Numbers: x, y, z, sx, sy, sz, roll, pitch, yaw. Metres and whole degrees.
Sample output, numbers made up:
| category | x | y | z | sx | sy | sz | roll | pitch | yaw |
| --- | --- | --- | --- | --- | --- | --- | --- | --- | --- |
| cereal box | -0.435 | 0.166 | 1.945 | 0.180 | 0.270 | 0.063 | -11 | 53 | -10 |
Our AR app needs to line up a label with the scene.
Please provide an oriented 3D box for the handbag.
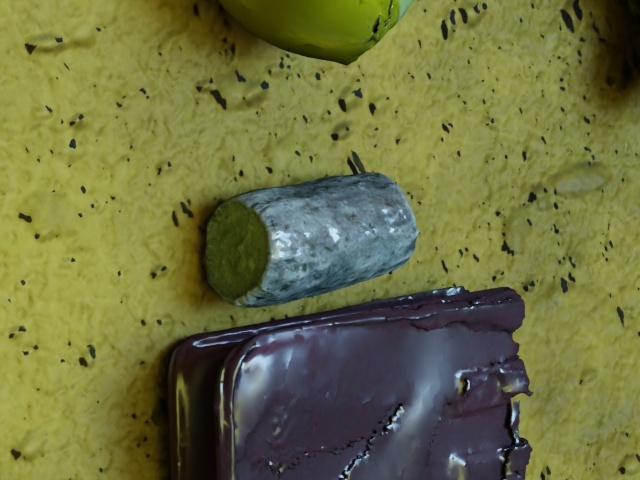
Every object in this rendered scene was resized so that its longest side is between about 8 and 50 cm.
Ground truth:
| category | x | y | z | sx | sy | sz | roll | pitch | yaw |
| --- | --- | --- | --- | --- | --- | --- | --- | --- | --- |
| handbag | 0.021 | 0.133 | 0.985 | 0.216 | 0.074 | 0.203 | -9 | 101 | -36 |

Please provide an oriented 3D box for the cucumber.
| category | x | y | z | sx | sy | sz | roll | pitch | yaw |
| --- | --- | --- | --- | --- | --- | --- | --- | --- | --- |
| cucumber | -0.002 | 0.000 | 0.959 | 0.112 | 0.064 | 0.064 | -9 | 101 | -37 |

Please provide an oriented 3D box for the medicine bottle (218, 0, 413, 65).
| category | x | y | z | sx | sy | sz | roll | pitch | yaw |
| --- | --- | --- | --- | --- | --- | --- | --- | --- | --- |
| medicine bottle | 0.033 | -0.199 | 0.926 | 0.124 | 0.124 | 0.239 | 44 | 72 | -30 |

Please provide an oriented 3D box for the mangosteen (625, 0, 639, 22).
| category | x | y | z | sx | sy | sz | roll | pitch | yaw |
| --- | --- | --- | --- | --- | --- | --- | --- | --- | --- |
| mangosteen | 0.256 | -0.153 | 1.072 | 0.184 | 0.172 | 0.172 | -37 | 118 | 3 |
